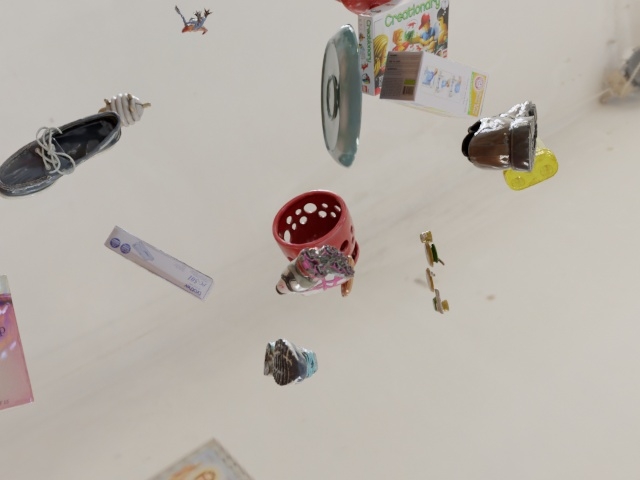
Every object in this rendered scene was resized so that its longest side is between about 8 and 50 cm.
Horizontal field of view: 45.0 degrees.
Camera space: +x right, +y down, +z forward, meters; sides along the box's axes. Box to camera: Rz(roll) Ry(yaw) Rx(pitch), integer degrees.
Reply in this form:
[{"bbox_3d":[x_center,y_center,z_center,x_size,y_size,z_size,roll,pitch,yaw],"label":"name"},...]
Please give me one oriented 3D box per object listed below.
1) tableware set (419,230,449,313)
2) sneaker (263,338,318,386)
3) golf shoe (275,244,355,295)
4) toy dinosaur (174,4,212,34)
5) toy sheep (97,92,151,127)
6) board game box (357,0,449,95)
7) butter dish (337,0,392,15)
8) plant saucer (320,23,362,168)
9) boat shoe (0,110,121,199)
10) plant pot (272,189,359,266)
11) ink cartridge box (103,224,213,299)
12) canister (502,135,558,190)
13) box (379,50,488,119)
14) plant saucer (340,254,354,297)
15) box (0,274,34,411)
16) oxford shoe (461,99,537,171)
[{"bbox_3d":[0.208,0.058,1.396,0.104,0.024,0.154,115,-38,-87],"label":"tableware set"},{"bbox_3d":[-0.058,0.295,1.901,0.283,0.122,0.110,174,-79,-76],"label":"sneaker"},{"bbox_3d":[-0.010,0.054,1.290,0.086,0.186,0.068,-40,-109,23],"label":"golf shoe"},{"bbox_3d":[-0.219,-0.378,1.361,0.047,0.082,0.090,5,-39,22],"label":"toy dinosaur"},{"bbox_3d":[-0.484,-0.322,1.905,0.091,0.132,0.091,-8,90,-90],"label":"toy sheep"},{"bbox_3d":[0.209,-0.497,1.900,0.053,0.305,0.193,24,-47,37],"label":"board game box"},{"bbox_3d":[0.121,-0.606,1.907,0.160,0.160,0.118,-36,-119,36],"label":"butter dish"},{"bbox_3d":[0.040,-0.319,1.722,0.317,0.043,0.318,177,-90,-81],"label":"plant saucer"},{"bbox_3d":[-0.469,-0.158,1.391,0.095,0.254,0.079,59,-28,2],"label":"boat shoe"},{"bbox_3d":[0.000,0.000,1.880,0.191,0.191,0.174,34,-20,45],"label":"plant pot"},{"bbox_3d":[-0.301,0.047,1.460,0.207,0.046,0.097,29,-10,-1],"label":"ink cartridge box"},{"bbox_3d":[0.492,-0.202,1.876,0.073,0.126,0.170,60,13,-28],"label":"canister"},{"bbox_3d":[0.241,-0.325,1.629,0.114,0.203,0.103,18,-81,52],"label":"box"},{"bbox_3d":[0.054,0.071,1.513,0.083,0.013,0.084,-174,-90,-83],"label":"plant saucer"},{"bbox_3d":[-0.605,0.192,1.341,0.126,0.148,0.233,-24,-101,56],"label":"box"},{"bbox_3d":[0.236,-0.139,1.012,0.096,0.227,0.083,-1,-79,20],"label":"oxford shoe"}]
